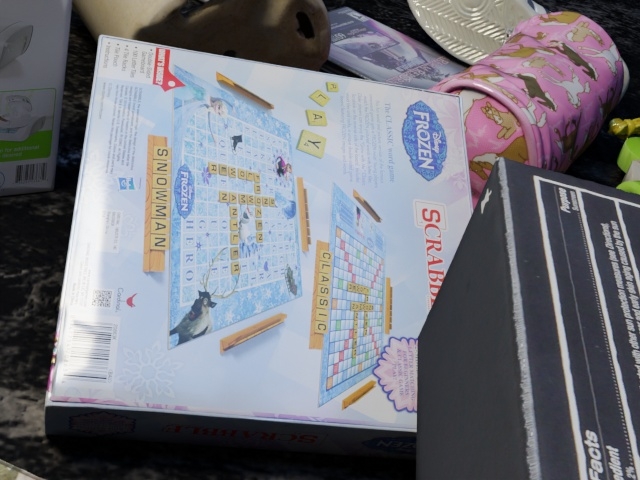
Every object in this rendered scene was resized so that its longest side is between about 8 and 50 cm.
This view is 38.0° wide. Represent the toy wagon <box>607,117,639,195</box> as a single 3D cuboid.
[{"bbox_3d":[0.467,-0.035,1.105,0.267,0.068,0.344,-6,38,-30],"label":"toy wagon"}]

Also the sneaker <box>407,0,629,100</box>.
[{"bbox_3d":[0.281,-0.298,1.358,0.350,0.131,0.148,35,19,3],"label":"sneaker"}]

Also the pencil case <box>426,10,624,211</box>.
[{"bbox_3d":[0.242,-0.160,1.111,0.167,0.160,0.386,7,27,28],"label":"pencil case"}]

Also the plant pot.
[{"bbox_3d":[-0.140,-0.288,1.032,0.333,0.334,0.306,-5,49,-28],"label":"plant pot"}]

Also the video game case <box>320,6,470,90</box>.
[{"bbox_3d":[0.090,-0.252,1.304,0.274,0.026,0.196,30,36,22],"label":"video game case"}]

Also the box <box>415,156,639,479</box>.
[{"bbox_3d":[0.214,0.133,0.530,0.293,0.183,0.296,15,38,-5],"label":"box"}]

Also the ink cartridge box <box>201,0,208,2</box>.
[{"bbox_3d":[-0.111,-0.502,1.465,0.279,0.161,0.384,28,35,18],"label":"ink cartridge box"}]

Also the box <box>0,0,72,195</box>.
[{"bbox_3d":[-0.357,-0.152,0.776,0.261,0.231,0.127,-10,41,-33],"label":"box"}]

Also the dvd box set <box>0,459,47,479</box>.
[{"bbox_3d":[-0.159,0.259,0.352,0.307,0.062,0.420,21,25,10],"label":"dvd box set"}]

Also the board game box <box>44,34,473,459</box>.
[{"bbox_3d":[-0.032,0.003,0.727,0.317,0.066,0.319,8,58,-13],"label":"board game box"}]
